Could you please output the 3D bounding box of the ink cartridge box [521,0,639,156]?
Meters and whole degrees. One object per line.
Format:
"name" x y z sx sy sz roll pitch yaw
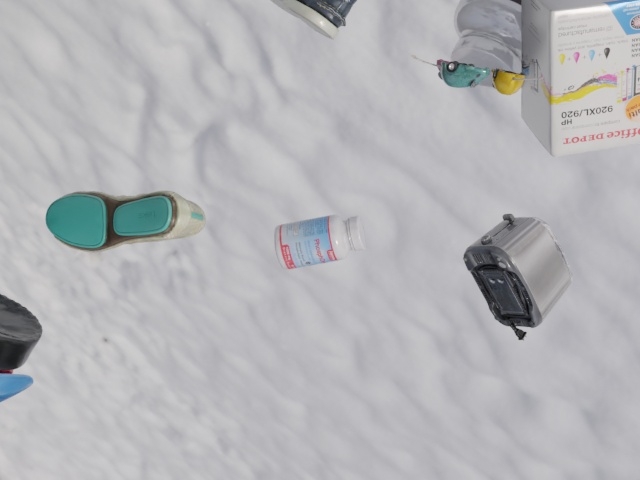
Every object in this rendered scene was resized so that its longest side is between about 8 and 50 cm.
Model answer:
"ink cartridge box" 0.412 -0.274 1.519 0.168 0.171 0.233 -100 2 -61

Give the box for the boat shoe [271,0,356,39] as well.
"boat shoe" -0.037 -0.370 1.405 0.095 0.079 0.254 33 -172 -42

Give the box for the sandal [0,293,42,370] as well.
"sandal" -0.478 -0.006 0.974 0.445 0.107 0.167 25 -171 -27

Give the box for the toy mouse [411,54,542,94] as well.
"toy mouse" 0.181 -0.208 1.246 0.143 0.031 0.161 7 -167 -12

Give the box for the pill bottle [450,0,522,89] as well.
"pill bottle" 0.350 -0.430 1.722 0.181 0.323 0.181 25 166 7

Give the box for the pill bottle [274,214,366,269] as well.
"pill bottle" 0.000 0.000 1.837 0.160 0.087 0.087 -11 139 12

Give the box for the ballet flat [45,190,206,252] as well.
"ballet flat" -0.175 -0.015 0.888 0.168 0.057 0.052 2 176 34

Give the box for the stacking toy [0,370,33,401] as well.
"stacking toy" -0.555 0.104 1.501 0.165 0.302 0.175 -24 157 37

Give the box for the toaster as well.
"toaster" 0.384 0.061 1.875 0.129 0.146 0.227 -3 124 56
